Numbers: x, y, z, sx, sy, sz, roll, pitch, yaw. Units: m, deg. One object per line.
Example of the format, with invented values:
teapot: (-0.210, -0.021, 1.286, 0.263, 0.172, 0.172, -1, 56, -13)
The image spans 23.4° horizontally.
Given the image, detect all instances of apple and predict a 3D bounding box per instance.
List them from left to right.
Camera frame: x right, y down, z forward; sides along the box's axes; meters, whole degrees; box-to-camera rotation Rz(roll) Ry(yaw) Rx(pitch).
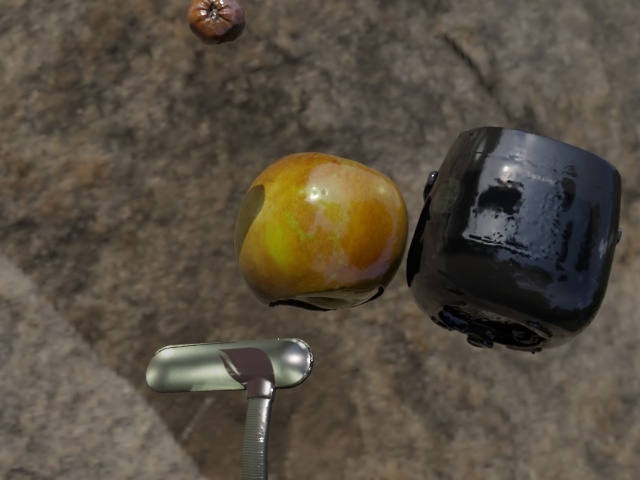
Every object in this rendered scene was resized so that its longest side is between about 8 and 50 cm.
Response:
apple: (0.000, 0.000, 2.016, 0.237, 0.237, 0.207, 25, 75, -45)

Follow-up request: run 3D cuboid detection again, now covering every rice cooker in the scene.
rice cooker: (0.231, 0.007, 1.849, 0.267, 0.267, 0.224, 30, 69, -42)

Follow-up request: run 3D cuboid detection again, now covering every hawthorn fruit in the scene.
hawthorn fruit: (-0.118, -0.249, 1.785, 0.103, 0.067, 0.066, 84, 3, -75)

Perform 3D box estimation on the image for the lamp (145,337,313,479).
lamp: (-0.100, 0.255, 1.739, 0.124, 0.203, 0.283, -42, 131, -53)
